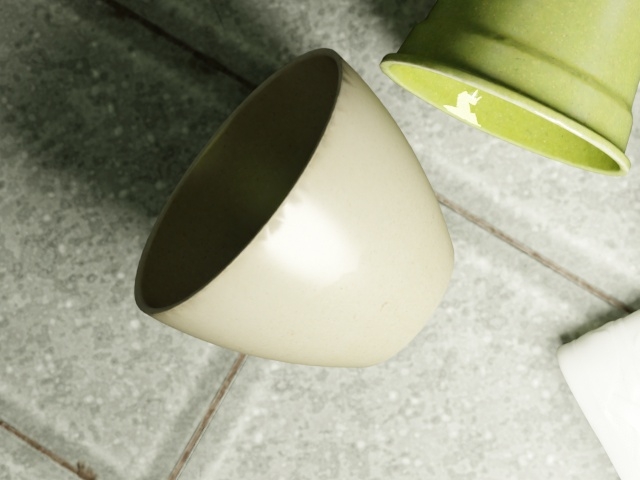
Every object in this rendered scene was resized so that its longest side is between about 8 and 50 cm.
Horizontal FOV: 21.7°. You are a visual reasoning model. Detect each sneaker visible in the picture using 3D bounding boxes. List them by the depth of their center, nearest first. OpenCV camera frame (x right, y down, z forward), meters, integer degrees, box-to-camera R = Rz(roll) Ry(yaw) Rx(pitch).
[{"bbox_3d":[0.393,0.202,1.755,0.169,0.108,0.292,-31,87,16],"label":"sneaker"}]

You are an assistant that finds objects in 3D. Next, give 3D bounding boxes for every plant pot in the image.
[{"bbox_3d":[0.234,-0.235,1.688,0.276,0.276,0.253,24,89,9],"label":"plant pot"}]

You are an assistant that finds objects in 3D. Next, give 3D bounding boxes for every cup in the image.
[{"bbox_3d":[0.000,0.000,1.741,0.237,0.331,0.331,36,103,-20],"label":"cup"}]
